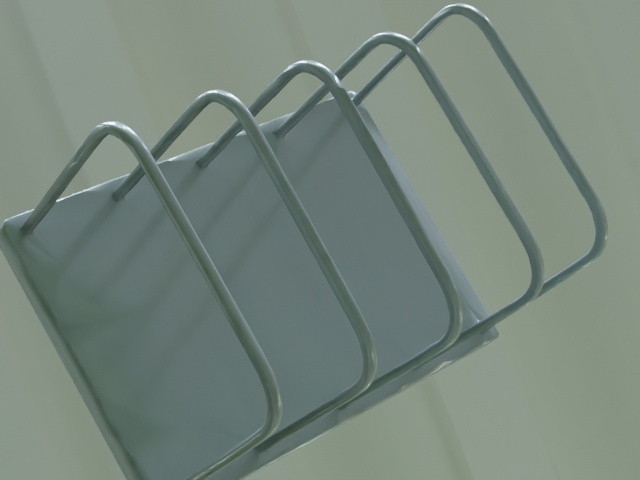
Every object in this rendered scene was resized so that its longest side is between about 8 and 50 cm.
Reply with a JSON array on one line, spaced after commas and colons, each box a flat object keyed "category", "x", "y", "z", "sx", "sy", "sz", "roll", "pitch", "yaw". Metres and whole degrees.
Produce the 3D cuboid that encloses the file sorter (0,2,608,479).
[{"category": "file sorter", "x": 0.000, "y": 0.000, "z": 0.863, "sx": 0.277, "sy": 0.173, "sz": 0.193, "roll": -24, "pitch": -100, "yaw": -37}]
